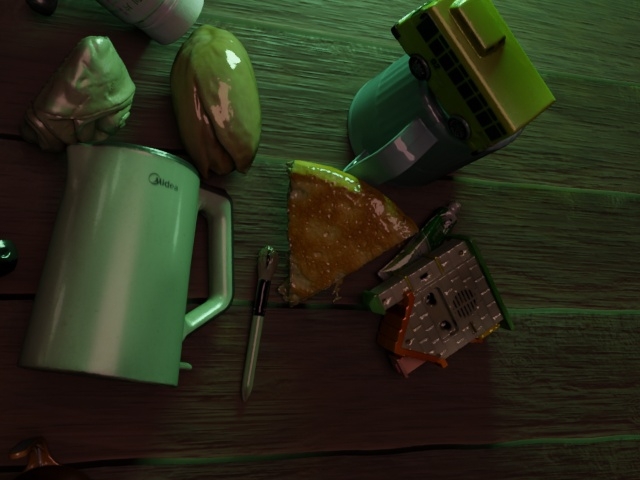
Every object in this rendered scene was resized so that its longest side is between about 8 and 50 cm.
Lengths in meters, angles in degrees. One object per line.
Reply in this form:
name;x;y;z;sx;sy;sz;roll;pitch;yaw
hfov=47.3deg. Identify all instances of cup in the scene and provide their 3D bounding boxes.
cup;0.199;-0.251;1.421;0.331;0.311;0.257;-12;87;-21
cup;-0.441;0.416;1.125;0.182;0.264;0.226;-10;75;-13

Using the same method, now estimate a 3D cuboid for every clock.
clock;0.228;0.142;1.479;0.255;0.106;0.220;-30;104;-14

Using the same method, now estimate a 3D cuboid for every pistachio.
pistachio;-0.192;-0.263;1.361;0.162;0.181;0.293;-14;83;16

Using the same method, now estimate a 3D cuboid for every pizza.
pizza;0.000;0.000;1.399;0.280;0.075;0.288;36;107;3

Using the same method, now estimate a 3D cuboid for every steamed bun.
steamed bun;-0.402;-0.234;1.252;0.144;0.211;0.218;38;81;-22

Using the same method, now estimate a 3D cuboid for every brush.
brush;-0.119;0.156;1.390;0.039;0.042;0.299;22;73;-52

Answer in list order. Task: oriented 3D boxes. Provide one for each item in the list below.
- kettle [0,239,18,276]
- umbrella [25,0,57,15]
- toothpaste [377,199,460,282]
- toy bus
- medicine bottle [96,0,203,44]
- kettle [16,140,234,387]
kettle;-0.612;0.043;1.077;0.203;0.308;0.262;46;71;-8
umbrella;-0.456;-0.569;1.337;0.143;0.094;0.349;21;78;-23
toothpaste;0.216;0.008;1.536;0.078;0.047;0.248;47;71;-15
toy bus;0.250;-0.289;1.197;0.128;0.150;0.262;-37;95;-22
medicine bottle;-0.340;-0.474;1.294;0.254;0.152;0.152;34;70;-41
kettle;-0.297;0.056;1.253;0.361;0.250;0.377;17;73;-39
